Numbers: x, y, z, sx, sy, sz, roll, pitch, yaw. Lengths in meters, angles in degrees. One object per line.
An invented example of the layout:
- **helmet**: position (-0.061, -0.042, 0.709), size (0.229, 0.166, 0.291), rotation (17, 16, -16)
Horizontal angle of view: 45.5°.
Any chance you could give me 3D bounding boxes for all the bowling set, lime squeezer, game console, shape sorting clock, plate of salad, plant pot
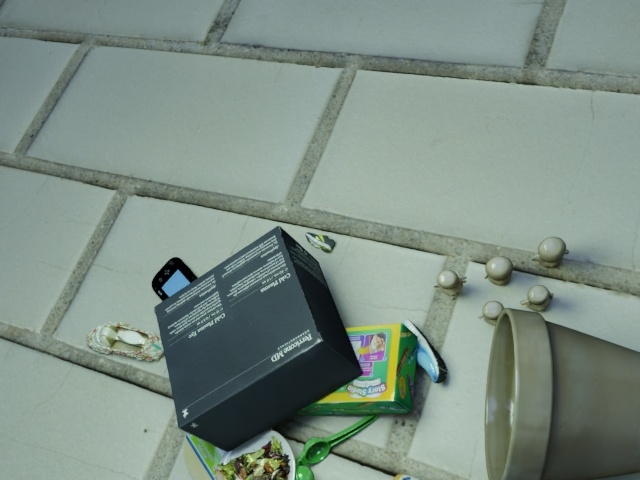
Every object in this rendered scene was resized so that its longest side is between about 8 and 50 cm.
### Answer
- **bowling set**: position (0.388, 0.125, 1.566), size (0.286, 0.154, 0.200), rotation (-15, 75, 11)
- **lime squeezer**: position (-0.003, 0.463, 1.532), size (0.109, 0.059, 0.310), rotation (19, 51, 25)
- **game console**: position (-0.301, 0.182, 1.835), size (0.213, 0.044, 0.361), rotation (-43, 55, -7)
- **shape sorting clock**: position (-0.198, 0.437, 1.645), size (0.206, 0.040, 0.206), rotation (-5, 65, 10)
- **plate of salad**: position (-0.140, 0.475, 1.538), size (0.199, 0.048, 0.200), rotation (-18, 54, 26)
- **plant pot**: position (0.452, 0.289, 1.348), size (0.280, 0.323, 0.323), rotation (4, 61, 5)

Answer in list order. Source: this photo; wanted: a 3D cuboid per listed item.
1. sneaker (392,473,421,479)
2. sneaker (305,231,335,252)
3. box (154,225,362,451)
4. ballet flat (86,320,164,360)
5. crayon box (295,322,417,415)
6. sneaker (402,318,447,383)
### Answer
- **sneaker**: position (0.149, 0.565, 1.370), size (0.130, 0.112, 0.296), rotation (15, 54, 21)
- **sneaker**: position (0.000, 0.000, 1.839), size (0.083, 0.031, 0.035), rotation (32, 62, 28)
- **box**: position (-0.139, 0.204, 1.583), size (0.343, 0.179, 0.313), rotation (-32, 48, 12)
- **ballet flat**: position (-0.482, 0.234, 1.853), size (0.240, 0.077, 0.091), rotation (4, 63, 24)
- **crayon box**: position (0.056, 0.272, 1.589), size (0.278, 0.081, 0.166), rotation (-9, 58, 30)
- **sneaker**: position (0.205, 0.243, 1.602), size (0.073, 0.063, 0.162), rotation (-41, 46, 6)
